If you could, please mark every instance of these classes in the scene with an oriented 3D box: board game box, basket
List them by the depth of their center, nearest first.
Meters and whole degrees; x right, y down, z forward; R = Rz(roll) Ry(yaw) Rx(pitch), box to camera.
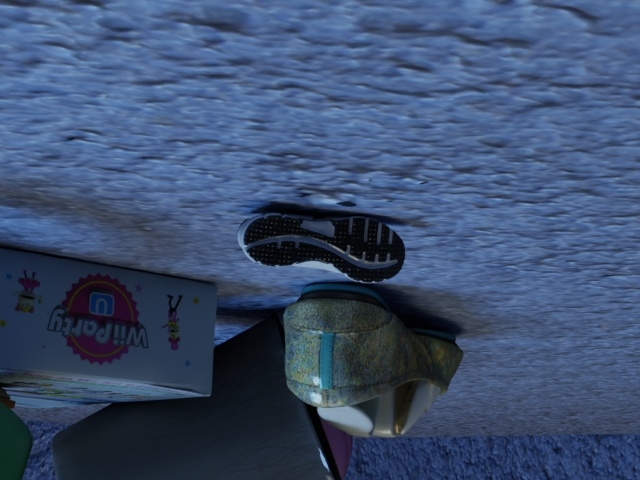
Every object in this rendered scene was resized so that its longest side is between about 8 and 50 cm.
[{"bbox_3d":[-0.264,0.082,1.131,0.224,0.098,0.303,12,166,-39],"label":"board game box"},{"bbox_3d":[-0.112,0.193,1.203,0.227,0.204,0.154,-22,137,-1],"label":"basket"}]

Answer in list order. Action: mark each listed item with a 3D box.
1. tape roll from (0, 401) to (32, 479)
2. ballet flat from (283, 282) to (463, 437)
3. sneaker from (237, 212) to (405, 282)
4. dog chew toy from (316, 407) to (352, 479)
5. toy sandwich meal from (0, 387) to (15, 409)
[{"bbox_3d":[-0.357,0.124,0.888,0.321,0.077,0.321,12,154,6],"label":"tape roll"},{"bbox_3d":[0.049,0.121,1.198,0.123,0.123,0.348,-1,169,17],"label":"ballet flat"},{"bbox_3d":[0.000,0.000,0.819,0.109,0.040,0.044,11,-177,-19],"label":"sneaker"},{"bbox_3d":[-0.061,0.226,1.436,0.206,0.207,0.332,4,-179,-3],"label":"dog chew toy"},{"bbox_3d":[-0.283,0.129,1.057,0.085,0.029,0.085,4,168,1],"label":"toy sandwich meal"}]
